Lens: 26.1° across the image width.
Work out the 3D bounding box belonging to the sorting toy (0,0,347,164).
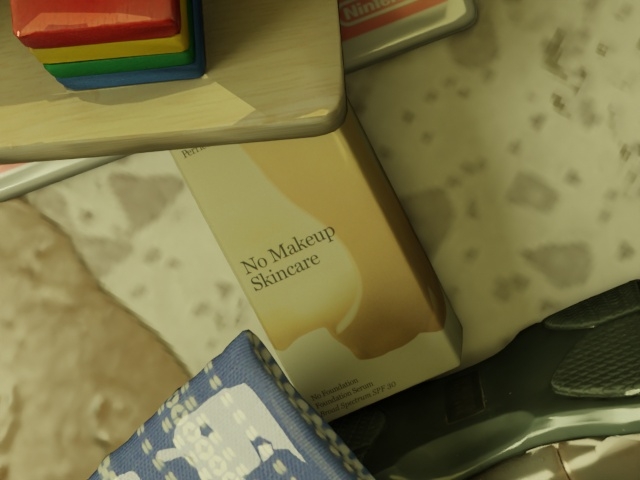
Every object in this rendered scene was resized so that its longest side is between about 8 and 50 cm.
[{"bbox_3d":[-0.131,-0.155,0.424,0.257,0.089,0.255,-5,82,3],"label":"sorting toy"}]

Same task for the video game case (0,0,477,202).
[{"bbox_3d":[-0.084,-0.179,0.510,0.204,0.025,0.285,-19,90,11],"label":"video game case"}]

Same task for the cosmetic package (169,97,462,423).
[{"bbox_3d":[0.000,0.000,0.484,0.060,0.041,0.115,-26,102,13],"label":"cosmetic package"}]

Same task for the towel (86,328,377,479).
[{"bbox_3d":[-0.049,0.222,0.486,0.243,0.040,0.336,48,115,7],"label":"towel"}]

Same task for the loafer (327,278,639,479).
[{"bbox_3d":[0.088,0.076,0.472,0.268,0.096,0.084,-22,108,18],"label":"loafer"}]
